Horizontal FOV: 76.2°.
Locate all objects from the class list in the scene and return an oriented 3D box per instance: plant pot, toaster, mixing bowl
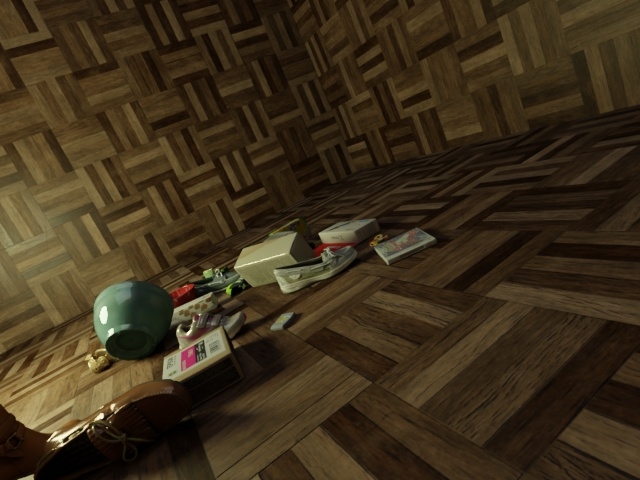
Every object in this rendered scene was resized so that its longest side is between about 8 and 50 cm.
[{"bbox_3d":[-0.713,0.326,1.552,0.293,0.293,0.196,-24,39,0],"label":"plant pot"},{"bbox_3d":[-0.197,0.038,2.016,0.146,0.129,0.227,-9,21,42],"label":"toaster"},{"bbox_3d":[-0.646,0.288,1.888,0.181,0.098,0.181,-24,14,6],"label":"mixing bowl"}]

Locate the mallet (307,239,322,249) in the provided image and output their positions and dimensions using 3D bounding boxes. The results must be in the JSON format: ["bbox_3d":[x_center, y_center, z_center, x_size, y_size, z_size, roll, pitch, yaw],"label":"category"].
[{"bbox_3d":[0.000,0.000,2.031,0.190,0.039,0.062,-27,10,-33],"label":"mallet"}]

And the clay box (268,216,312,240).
[{"bbox_3d":[-0.157,-0.028,2.198,0.222,0.127,0.053,-32,15,-34],"label":"clay box"}]

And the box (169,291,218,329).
[{"bbox_3d":[-0.599,0.321,1.755,0.324,0.063,0.067,-25,12,-2],"label":"box"}]

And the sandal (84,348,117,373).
[{"bbox_3d":[-0.878,0.491,1.615,0.240,0.088,0.079,-22,43,39],"label":"sandal"}]

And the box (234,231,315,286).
[{"bbox_3d":[-0.193,0.086,1.720,0.311,0.148,0.121,-15,39,31],"label":"box"}]

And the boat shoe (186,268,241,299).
[{"bbox_3d":[-0.504,0.195,1.998,0.320,0.099,0.116,-25,13,-2],"label":"boat shoe"}]

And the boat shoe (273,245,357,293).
[{"bbox_3d":[-0.016,0.092,1.534,0.320,0.103,0.118,-24,13,3],"label":"boat shoe"}]

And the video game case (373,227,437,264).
[{"bbox_3d":[0.297,0.016,1.456,0.183,0.023,0.201,-24,13,0],"label":"video game case"}]

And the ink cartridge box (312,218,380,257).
[{"bbox_3d":[0.082,-0.011,1.849,0.261,0.066,0.296,-30,14,-29],"label":"ink cartridge box"}]

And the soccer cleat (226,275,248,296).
[{"bbox_3d":[-0.343,0.186,1.833,0.179,0.060,0.072,-42,33,-13],"label":"soccer cleat"}]

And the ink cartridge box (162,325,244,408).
[{"bbox_3d":[-0.326,0.347,1.121,0.193,0.088,0.235,-27,14,-15],"label":"ink cartridge box"}]

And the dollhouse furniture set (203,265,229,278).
[{"bbox_3d":[-0.564,0.188,2.182,0.152,0.076,0.058,-20,13,14],"label":"dollhouse furniture set"}]

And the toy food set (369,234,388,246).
[{"bbox_3d":[0.234,0.000,1.634,0.083,0.020,0.083,-31,15,-28],"label":"toy food set"}]

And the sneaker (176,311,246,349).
[{"bbox_3d":[-0.371,0.292,1.361,0.252,0.111,0.103,-25,13,-3],"label":"sneaker"}]

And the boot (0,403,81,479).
[{"bbox_3d":[-0.732,0.486,0.998,0.109,0.220,0.283,-18,14,26],"label":"boot"}]

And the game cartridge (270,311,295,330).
[{"bbox_3d":[-0.114,0.252,1.276,0.056,0.017,0.083,-12,17,29],"label":"game cartridge"}]

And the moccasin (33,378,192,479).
[{"bbox_3d":[-0.467,0.435,0.921,0.380,0.139,0.147,-21,19,1],"label":"moccasin"}]
